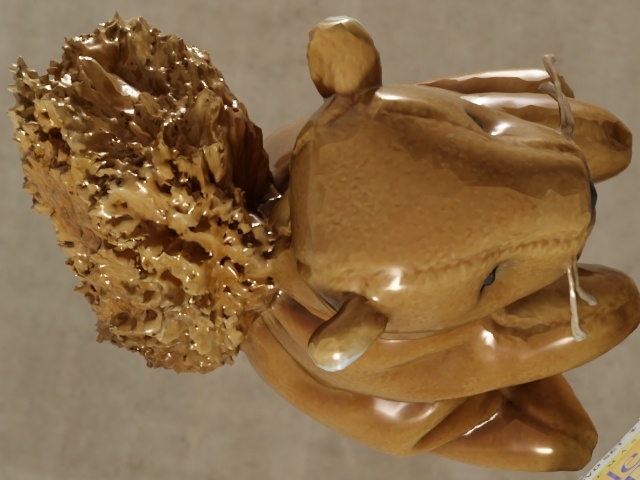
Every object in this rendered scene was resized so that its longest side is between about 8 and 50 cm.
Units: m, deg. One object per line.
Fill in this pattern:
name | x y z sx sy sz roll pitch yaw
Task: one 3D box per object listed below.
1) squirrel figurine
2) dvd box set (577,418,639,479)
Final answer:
squirrel figurine | 0.000 0.000 1.085 0.370 0.397 0.281 33 -119 -83
dvd box set | 0.274 0.165 1.138 0.307 0.062 0.420 -45 4 -2
